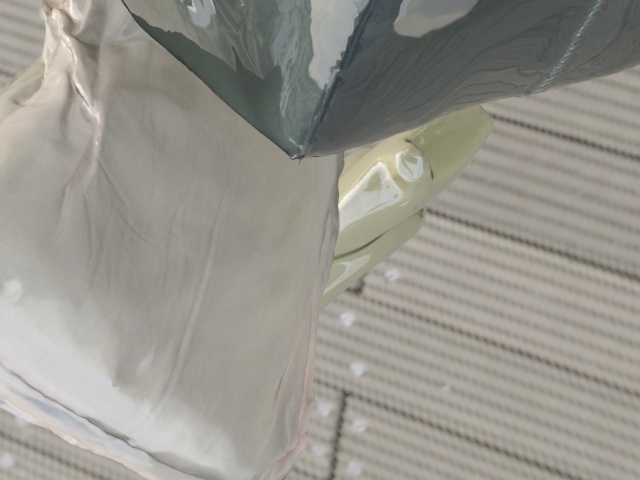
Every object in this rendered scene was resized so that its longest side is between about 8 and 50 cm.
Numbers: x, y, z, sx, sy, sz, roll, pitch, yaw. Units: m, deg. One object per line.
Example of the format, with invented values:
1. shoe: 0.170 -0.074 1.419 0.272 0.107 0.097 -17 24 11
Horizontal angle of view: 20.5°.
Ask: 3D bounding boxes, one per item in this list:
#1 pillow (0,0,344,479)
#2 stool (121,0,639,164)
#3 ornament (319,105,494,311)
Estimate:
1. pillow: -0.061 -0.027 0.656 0.173 0.270 0.067 37 126 -24
2. stool: 0.019 -0.146 0.469 0.232 0.141 0.232 48 146 48
3. ornament: 0.000 0.000 0.944 0.230 0.245 0.061 -36 89 10
